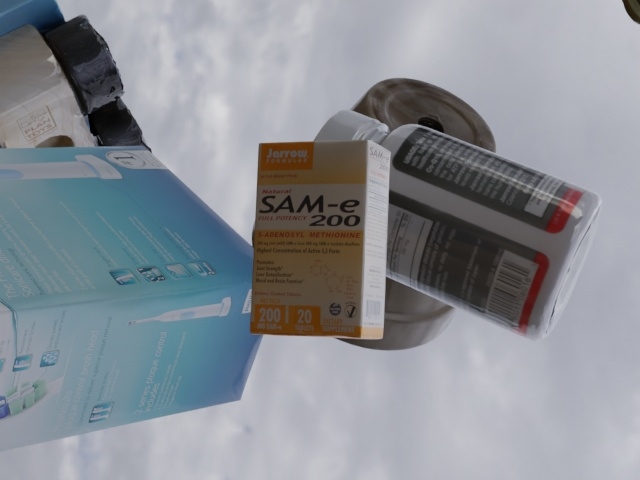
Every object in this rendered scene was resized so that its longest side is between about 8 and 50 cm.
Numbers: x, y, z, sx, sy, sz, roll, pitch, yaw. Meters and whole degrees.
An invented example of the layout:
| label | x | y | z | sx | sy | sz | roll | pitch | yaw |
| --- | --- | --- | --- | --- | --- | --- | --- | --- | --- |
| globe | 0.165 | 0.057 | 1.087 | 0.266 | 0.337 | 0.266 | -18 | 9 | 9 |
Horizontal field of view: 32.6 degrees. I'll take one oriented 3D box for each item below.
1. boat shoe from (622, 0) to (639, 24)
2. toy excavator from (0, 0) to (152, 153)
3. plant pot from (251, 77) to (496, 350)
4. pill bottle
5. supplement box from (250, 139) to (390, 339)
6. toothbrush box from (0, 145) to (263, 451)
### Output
| label | x | y | z | sx | sy | sz | roll | pitch | yaw |
| --- | --- | --- | --- | --- | --- | --- | --- | --- | --- |
| boat shoe | 0.361 | -0.226 | 0.901 | 0.073 | 0.223 | 0.080 | -161 | -124 | -77 |
| toy excavator | -0.436 | -0.285 | 1.323 | 0.445 | 0.222 | 0.433 | 51 | -15 | 26 |
| plant pot | 0.098 | -0.057 | 1.509 | 0.280 | 0.323 | 0.323 | 118 | -34 | -41 |
| pill bottle | 0.127 | -0.023 | 1.117 | 0.283 | 0.161 | 0.161 | 24 | -68 | 18 |
| supplement box | 0.000 | 0.000 | 0.556 | 0.062 | 0.036 | 0.099 | 0 | -95 | 23 |
| toothbrush box | -0.213 | 0.032 | 0.803 | 0.216 | 0.295 | 0.126 | 40 | -59 | 36 |
